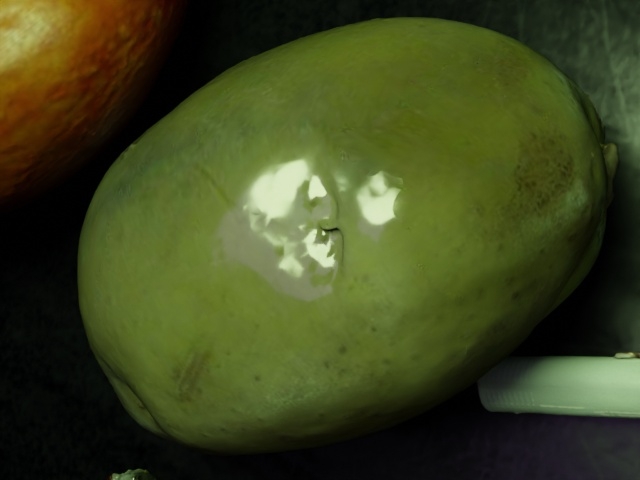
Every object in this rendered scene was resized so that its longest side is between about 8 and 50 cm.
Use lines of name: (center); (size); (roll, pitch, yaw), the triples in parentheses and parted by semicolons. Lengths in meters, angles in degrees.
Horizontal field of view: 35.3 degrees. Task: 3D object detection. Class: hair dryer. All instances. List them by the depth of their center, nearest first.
hair dryer: (0.185, 0.092, 0.550); (0.236, 0.073, 0.131); (-2, 82, 33)

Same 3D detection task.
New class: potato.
potato: (0.000, 0.000, 0.573); (0.326, 0.243, 0.221); (-17, 98, 33)

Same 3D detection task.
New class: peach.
peach: (-0.269, -0.202, 0.709); (0.388, 0.388, 0.388); (-5, 80, 30)

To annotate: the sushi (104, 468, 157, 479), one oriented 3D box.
sushi: (-0.149, 0.210, 0.741); (0.046, 0.044, 0.083); (-2, 79, 29)
